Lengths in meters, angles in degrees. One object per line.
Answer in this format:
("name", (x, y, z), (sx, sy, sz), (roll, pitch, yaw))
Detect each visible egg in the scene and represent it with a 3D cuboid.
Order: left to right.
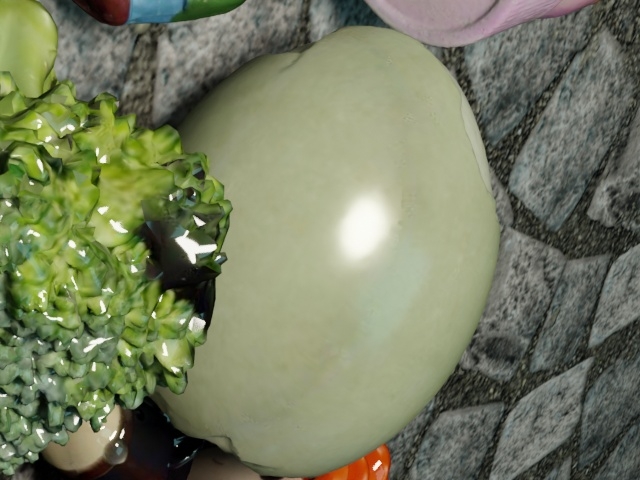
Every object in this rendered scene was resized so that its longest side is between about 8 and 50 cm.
("egg", (0.000, 0.000, 1.214), (0.336, 0.278, 0.278), (-59, 149, 8))

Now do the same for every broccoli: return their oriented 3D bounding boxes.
("broccoli", (-0.216, -0.018, 0.908), (0.277, 0.338, 0.317), (-41, 178, 21))

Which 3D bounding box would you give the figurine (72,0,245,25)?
("figurine", (-0.090, -0.265, 1.047), (0.185, 0.127, 0.234), (-16, 137, -39))

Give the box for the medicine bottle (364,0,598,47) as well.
("medicine bottle", (0.203, -0.306, 1.323), (0.388, 0.219, 0.219), (-27, 134, -42))

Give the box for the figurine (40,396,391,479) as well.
("figurine", (-0.125, 0.256, 1.325), (0.412, 0.241, 0.306), (23, 74, -40))
